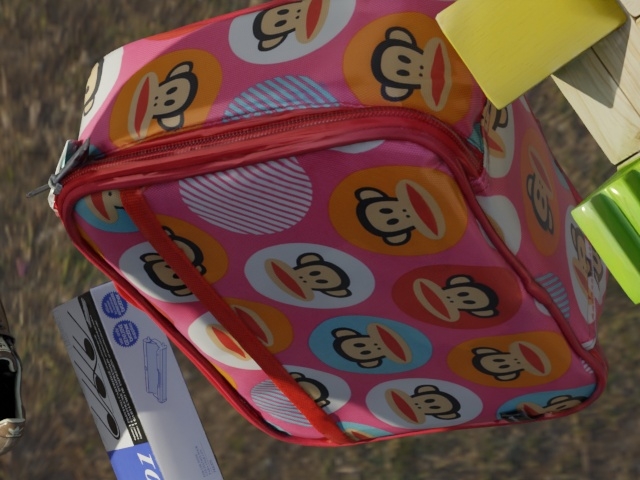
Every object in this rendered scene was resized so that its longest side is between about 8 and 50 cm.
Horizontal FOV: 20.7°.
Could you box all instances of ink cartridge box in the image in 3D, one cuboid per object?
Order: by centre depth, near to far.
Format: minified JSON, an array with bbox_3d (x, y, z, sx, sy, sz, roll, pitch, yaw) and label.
[{"bbox_3d":[-0.125,0.131,1.259,0.046,0.097,0.207,-22,89,-27],"label":"ink cartridge box"}]

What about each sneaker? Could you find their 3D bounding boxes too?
[{"bbox_3d":[-0.294,0.097,1.571,0.066,0.071,0.188,-3,69,-38],"label":"sneaker"}]

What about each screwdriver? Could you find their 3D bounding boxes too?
[{"bbox_3d":[-0.204,-0.053,1.414,0.025,0.170,0.024,24,108,14],"label":"screwdriver"}]

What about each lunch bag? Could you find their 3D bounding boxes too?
[{"bbox_3d":[0.000,0.000,0.930,0.258,0.293,0.120,-9,53,25],"label":"lunch bag"}]

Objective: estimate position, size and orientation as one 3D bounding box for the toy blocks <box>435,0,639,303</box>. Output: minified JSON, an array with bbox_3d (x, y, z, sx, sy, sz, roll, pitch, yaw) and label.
[{"bbox_3d":[0.231,-0.104,0.699,0.381,0.261,0.191,55,42,-1],"label":"toy blocks"}]
